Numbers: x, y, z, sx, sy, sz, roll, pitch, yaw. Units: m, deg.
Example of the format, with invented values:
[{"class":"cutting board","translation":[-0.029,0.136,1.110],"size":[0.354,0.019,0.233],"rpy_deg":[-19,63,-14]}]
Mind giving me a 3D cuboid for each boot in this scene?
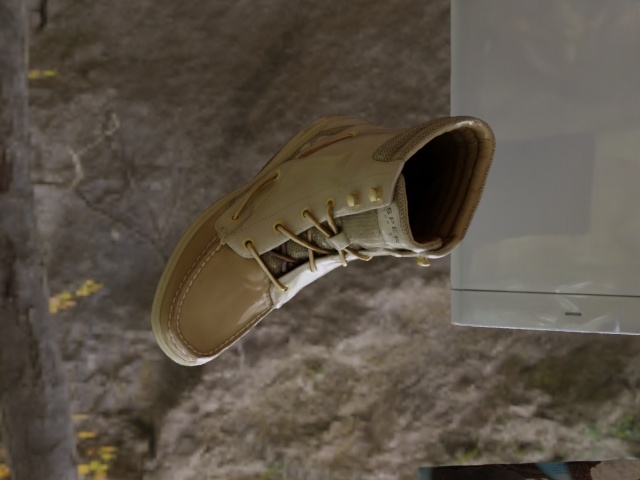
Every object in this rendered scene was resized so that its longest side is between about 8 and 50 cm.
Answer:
[{"class":"boot","translation":[0.000,0.000,0.854],"size":[0.262,0.095,0.203],"rpy_deg":[-46,-154,-21]}]

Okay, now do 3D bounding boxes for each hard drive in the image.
[{"class":"hard drive","translation":[0.228,-0.097,0.975],"size":[0.233,0.353,0.047],"rpy_deg":[1,-177,27]}]

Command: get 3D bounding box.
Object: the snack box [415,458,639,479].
[{"class":"snack box","translation":[0.221,0.233,0.758],"size":[0.322,0.187,0.060],"rpy_deg":[-2,-146,-3]}]
